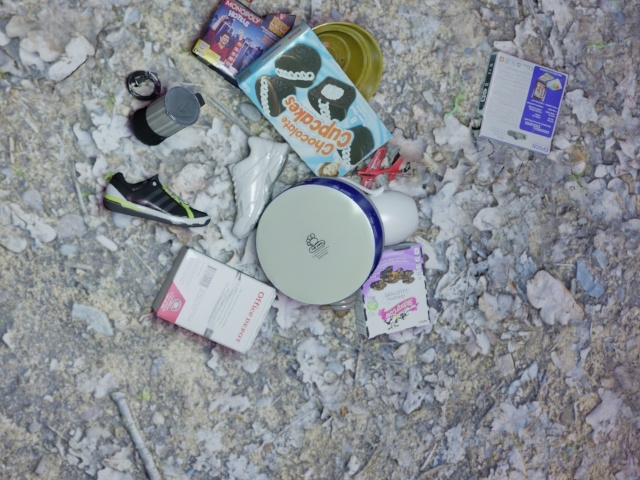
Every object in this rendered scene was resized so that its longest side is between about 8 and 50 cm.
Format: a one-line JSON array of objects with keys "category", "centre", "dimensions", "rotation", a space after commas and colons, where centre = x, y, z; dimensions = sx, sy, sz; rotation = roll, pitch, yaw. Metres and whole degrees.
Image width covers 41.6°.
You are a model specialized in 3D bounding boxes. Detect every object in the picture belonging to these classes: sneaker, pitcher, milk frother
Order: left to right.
[{"category": "sneaker", "centre": [-0.335, -0.088, 1.753], "dimensions": [0.234, 0.084, 0.097], "rotation": [13, 91, -21]}, {"category": "milk frother", "centre": [-0.323, -0.286, 1.707], "dimensions": [0.143, 0.134, 0.129], "rotation": [50, 49, -21]}, {"category": "sneaker", "centre": [-0.154, -0.119, 1.826], "dimensions": [0.115, 0.090, 0.232], "rotation": [23, 96, 6]}, {"category": "pitcher", "centre": [0.109, -0.068, 1.888], "dimensions": [0.207, 0.125, 0.178], "rotation": [-9, 117, -11]}]

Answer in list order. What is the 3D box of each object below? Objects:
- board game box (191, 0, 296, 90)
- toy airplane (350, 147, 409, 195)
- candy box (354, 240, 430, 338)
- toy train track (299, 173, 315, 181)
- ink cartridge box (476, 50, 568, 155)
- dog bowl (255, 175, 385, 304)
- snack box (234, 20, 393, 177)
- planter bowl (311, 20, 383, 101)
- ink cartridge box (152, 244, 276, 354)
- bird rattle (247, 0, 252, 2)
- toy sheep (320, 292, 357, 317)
[{"category": "board game box", "centre": [-0.147, -0.425, 1.795], "dimensions": [0.194, 0.060, 0.194], "rotation": [33, 84, -20]}, {"category": "toy airplane", "centre": [0.135, -0.158, 1.918], "dimensions": [0.151, 0.028, 0.151], "rotation": [-17, 138, -16]}, {"category": "candy box", "centre": [0.160, 0.113, 1.960], "dimensions": [0.165, 0.070, 0.196], "rotation": [-11, 100, -19]}, {"category": "toy train track", "centre": [-0.014, -0.118, 1.903], "dimensions": [0.083, 0.014, 0.048], "rotation": [29, 79, -26]}, {"category": "ink cartridge box", "centre": [0.482, -0.328, 2.038], "dimensions": [0.206, 0.045, 0.208], "rotation": [13, 91, -21]}, {"category": "dog bowl", "centre": [0.000, 0.000, 1.800], "dimensions": [0.265, 0.104, 0.265], "rotation": [3, 102, 13]}, {"category": "snack box", "centre": [-0.009, -0.282, 1.790], "dimensions": [0.187, 0.060, 0.322], "rotation": [-38, 124, 9]}, {"category": "planter bowl", "centre": [0.019, -0.382, 1.827], "dimensions": [0.217, 0.090, 0.217], "rotation": [-7, 123, -11]}, {"category": "ink cartridge box", "centre": [-0.227, 0.127, 1.813], "dimensions": [0.218, 0.092, 0.158], "rotation": [27, 87, -19]}, {"category": "bird rattle", "centre": [-0.173, -0.629, 1.732], "dimensions": [0.253, 0.143, 0.207], "rotation": [14, 75, -23]}, {"category": "toy sheep", "centre": [0.040, 0.112, 1.911], "dimensions": [0.091, 0.091, 0.132], "rotation": [-15, 109, -18]}]
